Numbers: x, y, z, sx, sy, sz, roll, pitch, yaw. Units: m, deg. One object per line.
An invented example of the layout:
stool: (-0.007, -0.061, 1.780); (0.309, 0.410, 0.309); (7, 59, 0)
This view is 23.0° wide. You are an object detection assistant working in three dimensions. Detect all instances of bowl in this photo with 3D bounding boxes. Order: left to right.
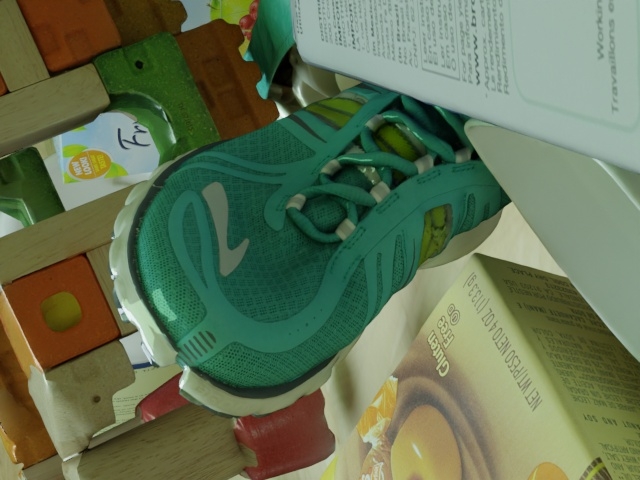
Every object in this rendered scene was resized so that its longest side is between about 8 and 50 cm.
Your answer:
bowl: (0.124, 0.000, 0.538); (0.142, 0.053, 0.142); (52, 174, -16)

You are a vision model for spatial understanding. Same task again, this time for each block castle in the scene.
block castle: (-0.160, -0.036, 1.066); (0.453, 0.213, 0.303); (66, 160, 1)

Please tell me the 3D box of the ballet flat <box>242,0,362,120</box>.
ballet flat: (-0.009, -0.110, 1.028); (0.087, 0.083, 0.247); (61, 162, 18)

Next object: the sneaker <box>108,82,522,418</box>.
sneaker: (0.021, -0.028, 0.625); (0.107, 0.275, 0.110); (51, 132, 2)

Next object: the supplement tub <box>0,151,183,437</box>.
supplement tub: (-0.213, 0.068, 1.614); (0.325, 0.236, 0.235); (109, 149, -62)

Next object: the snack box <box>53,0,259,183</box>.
snack box: (-0.138, -0.149, 1.306); (0.207, 0.175, 0.070); (97, 159, -47)

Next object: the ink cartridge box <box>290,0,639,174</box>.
ink cartridge box: (0.079, -0.182, 0.481); (0.395, 0.151, 0.269); (-147, 50, -69)

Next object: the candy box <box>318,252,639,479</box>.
candy box: (0.101, 0.175, 0.618); (0.183, 0.088, 0.316); (-59, 35, 27)
